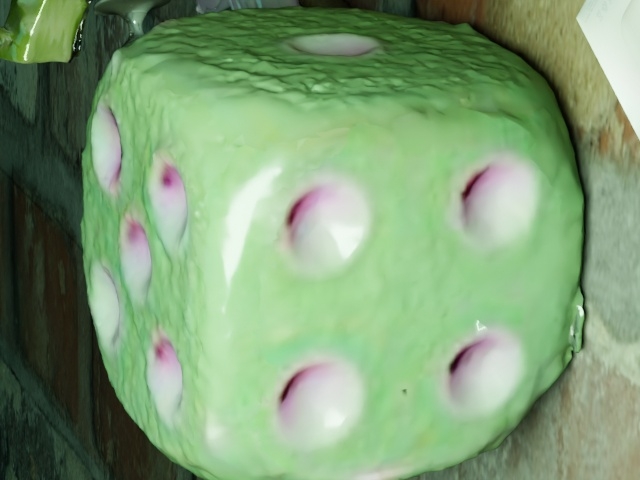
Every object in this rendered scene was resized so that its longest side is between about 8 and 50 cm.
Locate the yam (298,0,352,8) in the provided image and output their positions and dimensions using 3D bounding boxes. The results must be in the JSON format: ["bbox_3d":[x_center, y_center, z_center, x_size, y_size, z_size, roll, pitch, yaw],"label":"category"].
[{"bbox_3d":[-0.004,-0.238,1.735,0.327,0.045,0.045,53,176,46],"label":"yam"}]

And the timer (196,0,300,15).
[{"bbox_3d":[-0.064,-0.191,1.802,0.208,0.069,0.190,162,88,-75],"label":"timer"}]

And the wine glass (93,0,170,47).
[{"bbox_3d":[-0.211,-0.183,2.148,0.103,0.103,0.222,158,106,-66],"label":"wine glass"}]

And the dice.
[{"bbox_3d":[0.000,0.000,1.441,0.318,0.322,0.330,-141,48,-57],"label":"dice"}]

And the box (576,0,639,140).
[{"bbox_3d":[0.237,-0.146,1.203,0.130,0.051,0.129,114,142,-50],"label":"box"}]

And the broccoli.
[{"bbox_3d":[-0.314,-0.393,2.108,0.252,0.221,0.361,37,107,17],"label":"broccoli"}]
